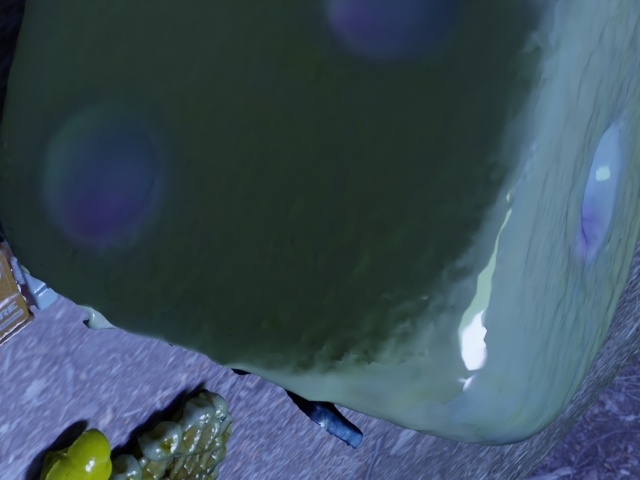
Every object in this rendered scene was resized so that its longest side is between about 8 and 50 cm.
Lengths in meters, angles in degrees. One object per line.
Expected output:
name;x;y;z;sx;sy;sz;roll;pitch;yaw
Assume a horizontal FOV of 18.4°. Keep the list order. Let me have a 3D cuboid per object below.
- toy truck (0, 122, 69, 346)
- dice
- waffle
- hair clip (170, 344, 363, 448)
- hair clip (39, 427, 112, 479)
toy truck;-0.190;0.011;0.974;0.177;0.080;0.115;-40;151;-22
dice;0.016;-0.053;0.925;0.252;0.249;0.254;17;88;-68
waffle;-0.135;0.196;1.569;0.169;0.036;0.183;-40;160;-22
hair clip;-0.004;0.004;1.246;0.206;0.194;0.310;-53;162;-9
hair clip;-0.200;0.207;1.416;0.173;0.046;0.072;-57;165;17
